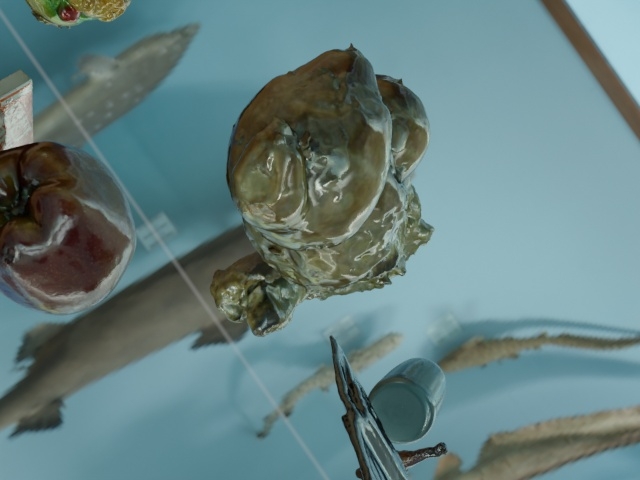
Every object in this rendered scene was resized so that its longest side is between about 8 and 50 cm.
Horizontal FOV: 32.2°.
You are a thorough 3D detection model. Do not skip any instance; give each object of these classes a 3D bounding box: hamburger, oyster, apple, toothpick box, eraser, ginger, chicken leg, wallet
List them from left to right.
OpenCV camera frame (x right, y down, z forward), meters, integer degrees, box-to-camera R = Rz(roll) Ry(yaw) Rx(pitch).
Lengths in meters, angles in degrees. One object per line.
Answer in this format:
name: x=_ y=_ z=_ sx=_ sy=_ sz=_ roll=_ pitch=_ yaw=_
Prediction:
eraser: x=-0.566 y=-0.170 z=1.915 sx=0.157 sy=0.038 sz=0.230 roll=-41 pitch=160 yaw=-36
apple: x=-0.456 y=-0.021 z=1.857 sx=0.288 sy=0.288 sz=0.317 roll=-35 pitch=160 yaw=1
hamburger: x=-0.391 y=-0.460 z=1.820 sx=0.149 sy=0.237 sz=0.237 roll=-1 pitch=-166 yaw=22
oyster: x=-0.005 y=-0.007 z=1.350 sx=0.337 sy=0.198 sz=0.133 roll=-36 pitch=160 yaw=-28
ginger: x=0.000 y=-0.072 z=1.105 sx=0.256 sy=0.176 sz=0.375 roll=-65 pitch=166 yaw=3
wallet: x=0.084 y=0.307 z=1.555 sx=0.041 sy=0.247 sz=0.323 roll=-25 pitch=-147 yaw=7
chicken leg: x=0.149 y=0.426 z=2.128 sx=0.093 sy=0.053 sz=0.205 roll=-9 pitch=172 yaw=-43
toothpick box: x=0.159 y=0.274 z=1.952 sx=0.120 sy=0.120 sz=0.184 roll=-35 pitch=179 yaw=22

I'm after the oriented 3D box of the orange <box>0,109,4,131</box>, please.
orange: x=-0.540 y=-0.188 z=1.736 sx=0.083 sy=0.083 sz=0.083 roll=-35 pitch=180 yaw=0
